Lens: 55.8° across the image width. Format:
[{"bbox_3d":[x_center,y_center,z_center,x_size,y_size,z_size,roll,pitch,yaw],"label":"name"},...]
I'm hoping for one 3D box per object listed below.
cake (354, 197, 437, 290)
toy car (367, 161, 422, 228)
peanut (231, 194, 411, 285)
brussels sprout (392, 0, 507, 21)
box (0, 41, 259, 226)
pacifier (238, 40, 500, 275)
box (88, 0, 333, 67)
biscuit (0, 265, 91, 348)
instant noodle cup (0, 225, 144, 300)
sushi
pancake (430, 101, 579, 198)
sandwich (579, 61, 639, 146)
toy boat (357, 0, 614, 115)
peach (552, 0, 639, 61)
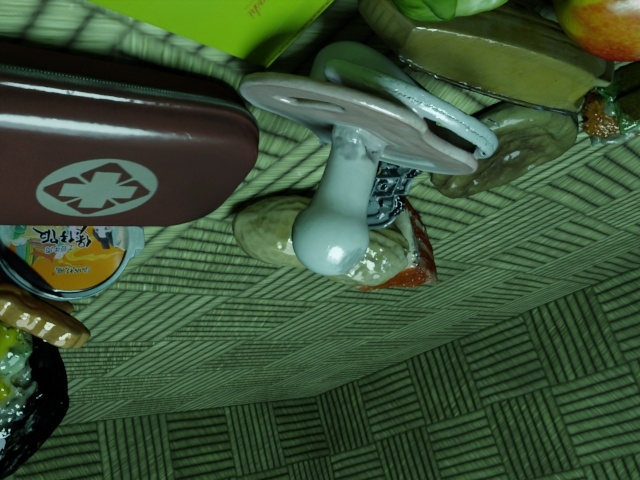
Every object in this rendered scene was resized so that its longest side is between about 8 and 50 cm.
[{"bbox_3d":[0.143,0.028,1.253,0.160,0.158,0.262,-17,160,16],"label":"cake"},{"bbox_3d":[0.090,-0.111,0.969,0.097,0.100,0.191,-5,136,-25],"label":"toy car"},{"bbox_3d":[0.000,0.000,1.059,0.314,0.149,0.149,12,150,-16],"label":"peanut"},{"bbox_3d":[0.110,-0.261,0.523,0.131,0.145,0.183,-31,153,21],"label":"brussels sprout"},{"bbox_3d":[-0.270,-0.103,0.709,0.404,0.108,0.263,0,154,-35],"label":"box"},{"bbox_3d":[0.046,-0.110,0.721,0.273,0.220,0.332,-43,149,21],"label":"pacifier"},{"bbox_3d":[-0.122,-0.261,0.507,0.335,0.047,0.187,8,149,-44],"label":"box"},{"bbox_3d":[-0.480,0.050,0.843,0.334,0.202,0.047,35,85,-37],"label":"biscuit"},{"bbox_3d":[-0.371,0.004,0.848,0.208,0.177,0.126,21,156,-30],"label":"instant noodle cup"},{"bbox_3d":[-0.589,0.213,0.959,0.328,0.329,0.285,-52,176,-36],"label":"sushi"},{"bbox_3d":[0.321,-0.156,1.066,0.295,0.049,0.294,-15,159,-6],"label":"pancake"},{"bbox_3d":[0.530,-0.218,0.975,0.185,0.109,0.160,-16,156,2],"label":"sandwich"},{"bbox_3d":[0.195,-0.236,0.689,0.321,0.121,0.089,9,151,-19],"label":"toy boat"},{"bbox_3d":[0.331,-0.273,0.594,0.193,0.190,0.190,-13,159,4],"label":"peach"}]
